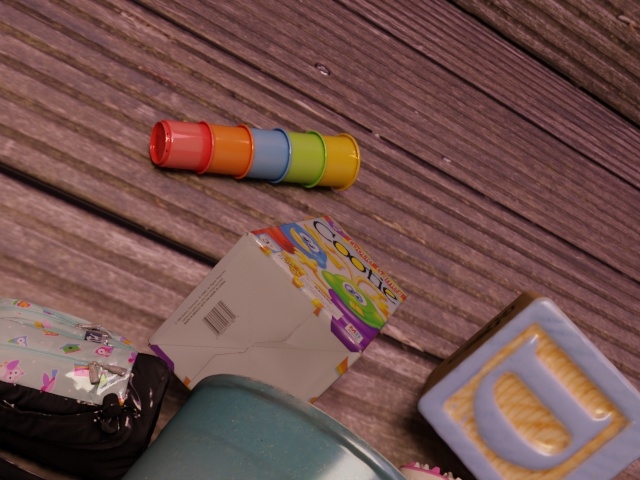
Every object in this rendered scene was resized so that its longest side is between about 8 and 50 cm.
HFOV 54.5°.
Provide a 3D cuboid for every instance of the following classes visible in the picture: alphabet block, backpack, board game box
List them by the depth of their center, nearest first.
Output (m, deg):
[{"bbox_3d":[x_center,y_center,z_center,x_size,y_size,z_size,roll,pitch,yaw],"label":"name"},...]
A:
[{"bbox_3d":[-0.228,0.129,0.525,0.182,0.152,0.115,19,35,-6],"label":"backpack"},{"bbox_3d":[-0.022,0.077,0.651,0.142,0.144,0.275,46,15,7],"label":"board game box"},{"bbox_3d":[0.252,0.189,0.746,0.192,0.193,0.197,51,10,12],"label":"alphabet block"}]

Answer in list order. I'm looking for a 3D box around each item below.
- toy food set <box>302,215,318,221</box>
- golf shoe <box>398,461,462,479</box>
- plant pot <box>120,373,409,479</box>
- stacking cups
[{"bbox_3d":[0.000,0.000,0.920,0.083,0.020,0.082,39,38,-1],"label":"toy food set"},{"bbox_3d":[0.172,0.372,0.647,0.306,0.115,0.140,41,63,-3],"label":"golf shoe"},{"bbox_3d":[-0.071,0.278,0.414,0.272,0.271,0.255,43,53,4],"label":"plant pot"},{"bbox_3d":[-0.090,-0.121,0.922,0.316,0.096,0.096,-3,54,-36],"label":"stacking cups"}]
